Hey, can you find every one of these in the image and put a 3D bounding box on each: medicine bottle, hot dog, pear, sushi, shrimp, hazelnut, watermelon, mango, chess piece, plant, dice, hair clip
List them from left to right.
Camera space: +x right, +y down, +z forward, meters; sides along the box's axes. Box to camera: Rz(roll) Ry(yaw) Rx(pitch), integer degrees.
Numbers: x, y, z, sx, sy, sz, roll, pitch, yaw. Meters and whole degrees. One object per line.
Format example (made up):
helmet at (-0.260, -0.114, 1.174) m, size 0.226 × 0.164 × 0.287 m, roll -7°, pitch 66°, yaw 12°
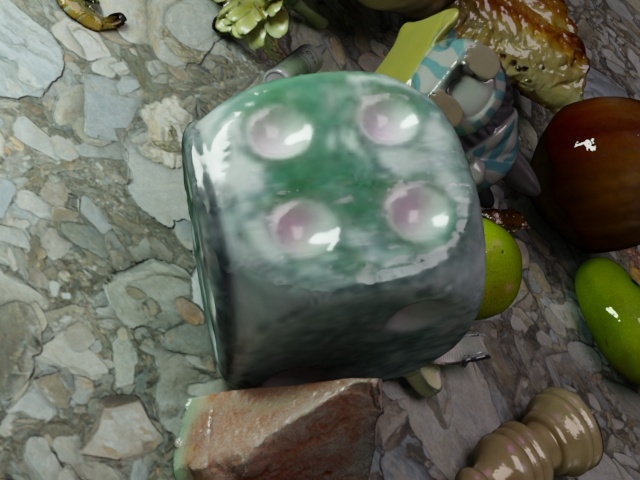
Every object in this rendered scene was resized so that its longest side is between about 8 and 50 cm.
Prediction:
shrimp at (-0.349, -0.400, 1.667) m, size 0.124 × 0.034 × 0.178 m, roll 42°, pitch 41°, yaw -14°
plant at (-0.107, -0.486, 1.885) m, size 0.261 × 0.297 × 0.306 m, roll 24°, pitch 86°, yaw 4°
watermelon at (-0.024, 0.239, 1.313) m, size 0.283 × 0.292 × 0.250 m, roll 30°, pitch 14°, yaw -21°
medicine bottle at (-0.034, -0.315, 1.874) m, size 0.057 × 0.057 × 0.199 m, roll 47°, pitch 39°, yaw -3°
dice at (0.000, 0.000, 1.370) m, size 0.348 × 0.330 × 0.328 m, roll -7°, pitch 60°, yaw -15°
hair clip at (0.175, 0.169, 1.677) m, size 0.218 × 0.071 × 0.159 m, roll 4°, pitch 54°, yaw -48°
pear at (0.236, 0.050, 1.733) m, size 0.219 × 0.187 × 0.187 m, roll -23°, pitch 77°, yaw -52°
hot dog at (0.372, -0.468, 2.280) m, size 0.365 × 0.196 × 0.367 m, roll 22°, pitch 40°, yaw -29°
sushi at (0.352, -0.035, 2.016) m, size 0.120 × 0.052 × 0.055 m, roll -1°, pitch 78°, yaw -47°
chess piece at (0.314, 0.341, 1.648) m, size 0.307 × 0.124 × 0.139 m, roll -15°, pitch 101°, yaw -44°
hazelnut at (0.594, -0.143, 2.108) m, size 0.366 × 0.366 × 0.366 m, roll 25°, pitch 45°, yaw -28°
mango at (0.595, 0.152, 2.034) m, size 0.175 × 0.143 × 0.293 m, roll 3°, pitch 48°, yaw -44°

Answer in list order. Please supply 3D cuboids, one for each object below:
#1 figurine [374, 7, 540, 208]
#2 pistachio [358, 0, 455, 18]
figurine at (0.293, -0.209, 1.876) m, size 0.377 × 0.266 × 0.361 m, roll 34°, pitch 3°, yaw -21°
pistachio at (0.117, -0.593, 2.053) m, size 0.445 × 0.281 × 0.365 m, roll 14°, pitch 38°, yaw 2°
